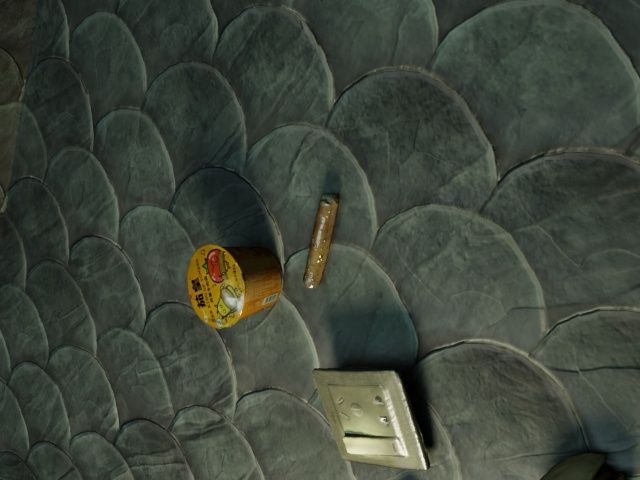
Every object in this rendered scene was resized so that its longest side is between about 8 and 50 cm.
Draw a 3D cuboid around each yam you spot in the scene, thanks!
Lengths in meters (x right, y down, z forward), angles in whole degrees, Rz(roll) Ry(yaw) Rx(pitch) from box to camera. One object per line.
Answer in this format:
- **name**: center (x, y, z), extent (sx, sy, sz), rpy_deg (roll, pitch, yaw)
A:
- **yam**: center (0.000, 0.000, 1.782), extent (0.057, 0.057, 0.241), rpy_deg (27, 113, 34)

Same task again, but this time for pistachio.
- **pistachio**: center (0.473, 0.507, 1.408), extent (0.138, 0.153, 0.238), rpy_deg (44, 91, 16)

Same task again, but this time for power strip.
- **power strip**: center (0.124, 0.399, 1.713), extent (0.257, 0.092, 0.251), rpy_deg (-7, 100, 39)

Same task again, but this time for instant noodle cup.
- **instant noodle cup**: center (-0.211, 0.106, 1.896), extent (0.216, 0.172, 0.215), rpy_deg (7, 101, 40)
